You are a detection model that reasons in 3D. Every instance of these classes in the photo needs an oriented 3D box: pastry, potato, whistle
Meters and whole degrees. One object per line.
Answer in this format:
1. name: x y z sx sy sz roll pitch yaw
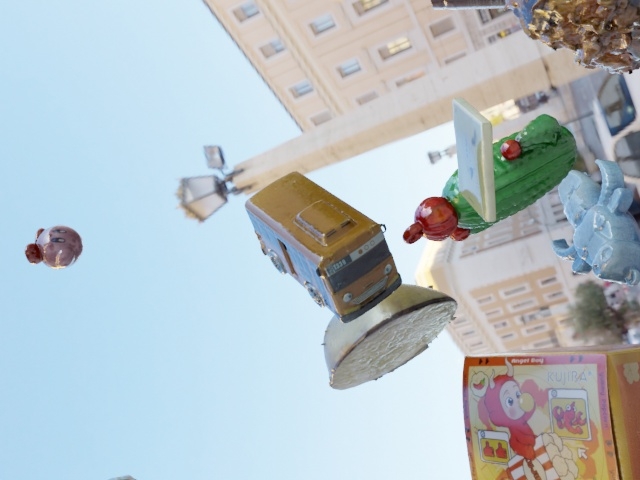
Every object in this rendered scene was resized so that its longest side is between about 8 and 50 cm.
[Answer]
1. pastry: 0.526 -0.450 1.149 0.405 0.337 0.292 7 -121 -38
2. potato: 0.110 0.144 1.188 0.299 0.239 0.116 111 141 -55
3. whistle: 0.434 -0.023 1.066 0.269 0.093 0.180 -102 22 -52

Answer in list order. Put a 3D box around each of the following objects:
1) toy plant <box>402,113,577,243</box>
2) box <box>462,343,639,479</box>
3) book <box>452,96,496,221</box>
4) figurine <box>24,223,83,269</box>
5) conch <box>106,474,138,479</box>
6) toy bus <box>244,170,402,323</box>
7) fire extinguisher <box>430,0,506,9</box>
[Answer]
1. toy plant: 0.215 -0.061 0.857 0.088 0.240 0.154 53 -170 25
2. box: 0.393 0.293 1.044 0.214 0.283 0.259 3 -101 -31
3. book: 0.156 -0.082 0.696 0.077 0.014 0.111 -113 10 -58
4. figurine: -0.394 0.008 1.031 0.083 0.071 0.067 -98 -1 -46
5. conch: -0.351 0.515 1.147 0.220 0.195 0.277 39 -154 -31
6. toy bus: 0.000 0.000 0.833 0.201 0.098 0.114 37 155 48
7. fire extinguisher: 0.407 -0.544 1.438 0.135 0.337 0.114 26 -109 -69
